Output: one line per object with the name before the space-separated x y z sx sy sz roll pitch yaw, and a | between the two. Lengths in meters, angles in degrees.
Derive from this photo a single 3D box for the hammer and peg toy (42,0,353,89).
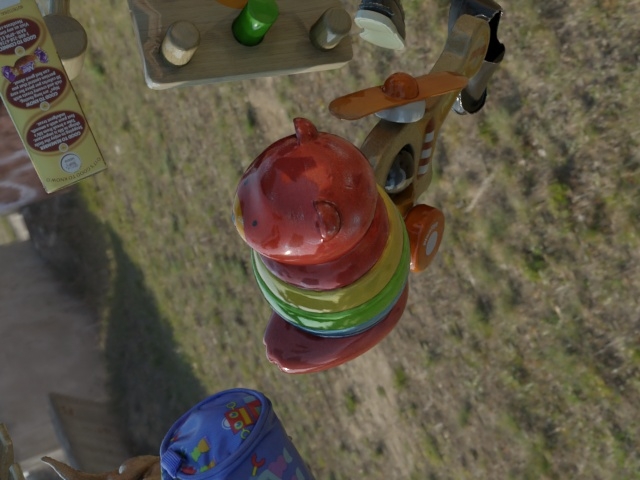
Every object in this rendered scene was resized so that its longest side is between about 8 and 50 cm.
hammer and peg toy | -0.153 -0.307 0.969 0.127 0.361 0.266 154 104 -67

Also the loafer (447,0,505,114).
loafer | 0.237 -0.275 1.301 0.078 0.080 0.220 33 150 33

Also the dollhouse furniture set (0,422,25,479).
dollhouse furniture set | -0.390 0.254 0.722 0.259 0.261 0.135 28 127 56

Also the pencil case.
pencil case | -0.047 0.297 0.844 0.119 0.133 0.306 9 130 58

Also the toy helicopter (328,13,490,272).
toy helicopter | 0.117 -0.153 1.043 0.140 0.355 0.235 21 155 25

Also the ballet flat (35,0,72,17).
ballet flat | -0.434 -0.360 1.158 0.409 0.146 0.147 -124 25 -43

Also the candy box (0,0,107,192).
candy box | -0.223 -0.138 0.634 0.109 0.053 0.187 39 152 63

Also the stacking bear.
stacking bear | 0.000 0.000 0.781 0.289 0.164 0.176 73 -171 -68

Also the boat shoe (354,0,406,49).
boat shoe | 0.107 -0.372 1.430 0.228 0.081 0.069 -8 -67 -82

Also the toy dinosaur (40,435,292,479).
toy dinosaur | -0.195 0.314 1.088 0.200 0.295 0.127 -54 -32 -61
